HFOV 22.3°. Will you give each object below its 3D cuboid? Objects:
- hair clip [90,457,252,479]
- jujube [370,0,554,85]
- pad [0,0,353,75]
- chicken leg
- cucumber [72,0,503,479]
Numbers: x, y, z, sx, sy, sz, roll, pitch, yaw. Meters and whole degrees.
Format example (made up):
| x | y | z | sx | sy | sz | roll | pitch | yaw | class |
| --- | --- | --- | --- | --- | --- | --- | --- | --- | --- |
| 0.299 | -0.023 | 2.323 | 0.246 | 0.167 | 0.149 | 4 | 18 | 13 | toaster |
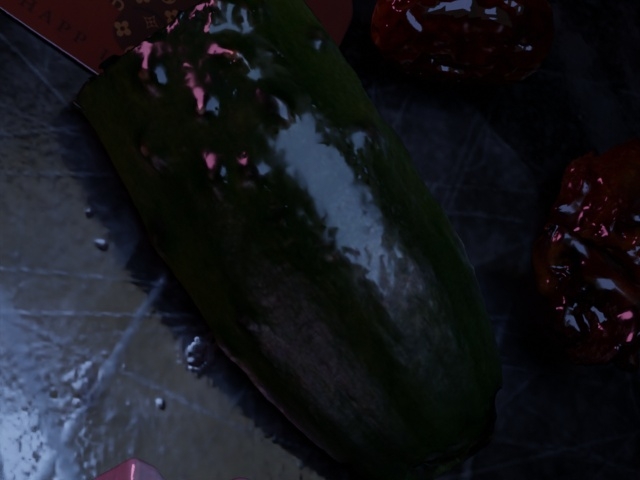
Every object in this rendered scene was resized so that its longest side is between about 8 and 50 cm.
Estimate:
| x | y | z | sx | sy | sz | roll | pitch | yaw | class |
| --- | --- | --- | --- | --- | --- | --- | --- | --- | --- |
| -0.078 | 0.274 | 0.793 | 0.101 | 0.085 | 0.331 | 16 | 61 | -27 | hair clip |
| 0.094 | -0.142 | 1.083 | 0.129 | 0.077 | 0.077 | 2 | 69 | -25 | jujube |
| -0.107 | -0.170 | 1.016 | 0.267 | 0.004 | 0.181 | 34 | 57 | -15 | pad |
| 0.259 | -0.060 | 1.141 | 0.158 | 0.096 | 0.407 | 25 | 55 | 3 | chicken leg |
| -0.001 | 0.001 | 0.947 | 0.145 | 0.105 | 0.325 | -31 | 91 | -36 | cucumber |
